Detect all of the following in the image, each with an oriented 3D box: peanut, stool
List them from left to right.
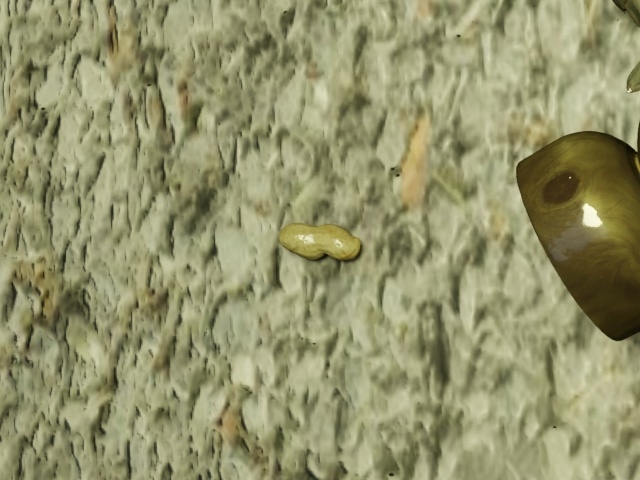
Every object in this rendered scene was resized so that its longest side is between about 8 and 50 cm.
[{"bbox_3d":[0.000,0.000,1.638,0.083,0.037,0.037,5,88,27],"label":"peanut"},{"bbox_3d":[0.320,-0.054,1.418,0.264,0.179,0.179,-31,74,20],"label":"stool"}]

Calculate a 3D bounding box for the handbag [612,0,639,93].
[{"bbox_3d":[0.295,-0.264,1.479,0.182,0.117,0.270,-27,77,4],"label":"handbag"}]
